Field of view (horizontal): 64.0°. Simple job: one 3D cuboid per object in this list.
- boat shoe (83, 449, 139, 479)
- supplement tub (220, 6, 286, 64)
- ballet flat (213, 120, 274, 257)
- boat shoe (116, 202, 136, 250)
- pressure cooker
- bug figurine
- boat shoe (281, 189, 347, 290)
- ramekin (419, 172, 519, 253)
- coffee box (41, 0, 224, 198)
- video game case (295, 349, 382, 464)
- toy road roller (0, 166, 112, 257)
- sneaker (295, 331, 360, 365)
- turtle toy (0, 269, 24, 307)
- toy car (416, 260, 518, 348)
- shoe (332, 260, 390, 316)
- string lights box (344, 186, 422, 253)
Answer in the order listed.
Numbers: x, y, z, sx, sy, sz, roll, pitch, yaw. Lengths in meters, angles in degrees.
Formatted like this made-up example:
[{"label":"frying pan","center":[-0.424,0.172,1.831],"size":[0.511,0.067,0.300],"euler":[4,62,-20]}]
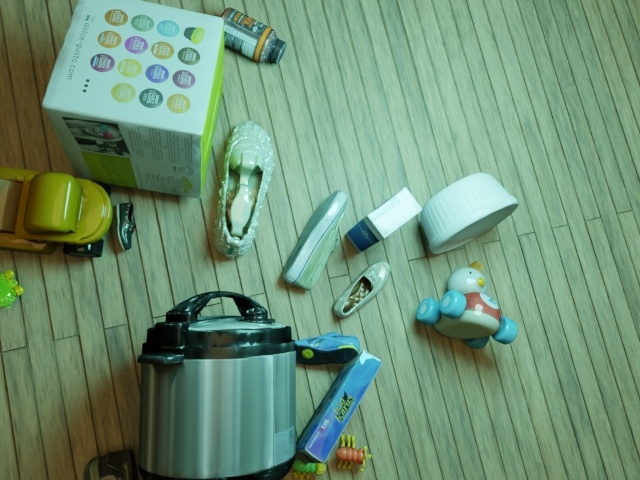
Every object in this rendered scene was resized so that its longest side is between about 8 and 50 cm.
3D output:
[{"label":"boat shoe","center":[-0.450,0.678,1.232],"size":[0.130,0.132,0.355],"euler":[-22,86,-13]},{"label":"supplement tub","center":[-0.203,-0.597,1.516],"size":[0.197,0.106,0.106],"euler":[25,77,-6]},{"label":"ballet flat","center":[-0.206,-0.155,1.423],"size":[0.146,0.147,0.409],"euler":[8,78,-9]},{"label":"boat shoe","center":[-0.523,-0.039,1.386],"size":[0.042,0.049,0.133],"euler":[-7,77,-3]},{"label":"pressure cooker","center":[-0.232,0.331,1.211],"size":[0.375,0.370,0.421],"euler":[1,83,-14]},{"label":"bug figurine","center":[0.025,0.661,1.351],"size":[0.216,0.072,0.279],"euler":[7,79,-9]},{"label":"boat shoe","center":[0.000,0.000,1.459],"size":[0.094,0.109,0.302],"euler":[33,85,-19]},{"label":"ramekin","center":[0.409,-0.081,1.462],"size":[0.272,0.273,0.127],"euler":[-24,73,-13]},{"label":"coffee box","center":[-0.430,-0.344,1.282],"size":[0.334,0.338,0.338],"euler":[9,68,-9]},{"label":"video game case","center":[0.034,0.422,1.281],"size":[0.061,0.244,0.269],"euler":[34,64,6]},{"label":"toy road roller","center":[-0.689,-0.081,1.265],"size":[0.329,0.240,0.203],"euler":[6,79,-9]},{"label":"sneaker","center":[0.006,0.295,1.424],"size":[0.209,0.082,0.069],"euler":[-2,119,4]},{"label":"turtle toy","center":[-0.820,0.116,1.296],"size":[0.095,0.066,0.130],"euler":[-29,83,-37]},{"label":"toy car","center":[0.427,0.153,1.460],"size":[0.219,0.210,0.238],"euler":[26,64,-15]},{"label":"shoe","center":[0.126,0.140,1.467],"size":[0.219,0.058,0.076],"euler":[-44,90,-14]},{"label":"string lights box","center":[0.164,-0.049,1.405],"size":[0.133,0.259,0.077],"euler":[-36,88,-13]}]
